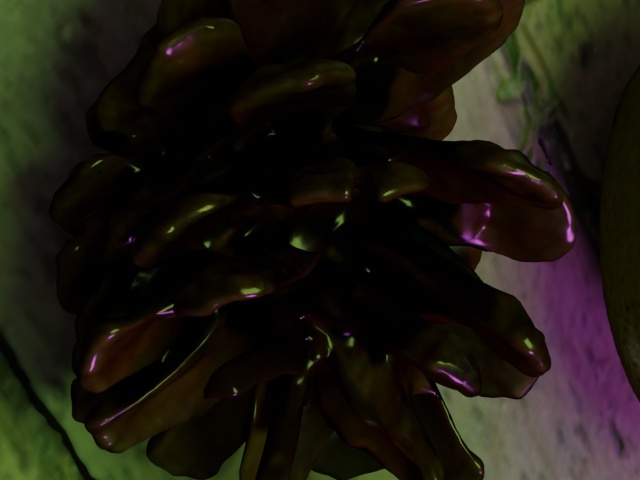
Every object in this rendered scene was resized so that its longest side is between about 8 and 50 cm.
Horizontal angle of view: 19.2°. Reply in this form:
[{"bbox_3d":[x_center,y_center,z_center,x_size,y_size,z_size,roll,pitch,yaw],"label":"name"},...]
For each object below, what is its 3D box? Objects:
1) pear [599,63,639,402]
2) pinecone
[{"bbox_3d":[0.267,0.005,0.905,0.294,0.294,0.294,-7,100,-42],"label":"pear"},{"bbox_3d":[0.001,0.002,0.707,0.203,0.201,0.228,10,120,-19],"label":"pinecone"}]
